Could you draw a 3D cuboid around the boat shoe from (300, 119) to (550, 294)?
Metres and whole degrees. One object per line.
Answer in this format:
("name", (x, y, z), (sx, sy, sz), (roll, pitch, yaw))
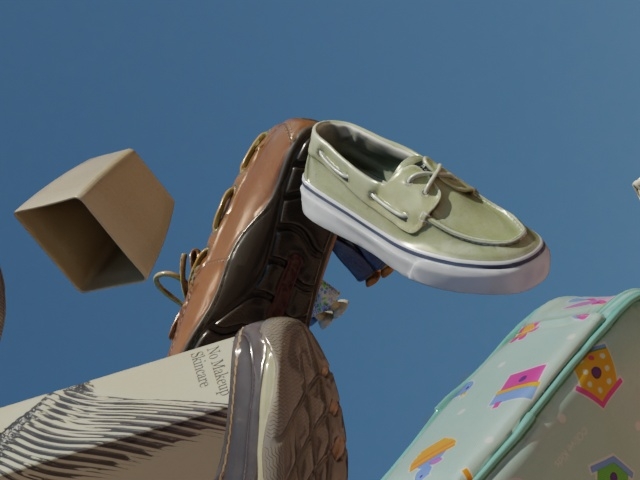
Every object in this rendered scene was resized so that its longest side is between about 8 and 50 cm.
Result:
("boat shoe", (0.089, -0.033, 1.823), (0.109, 0.302, 0.094), (-30, -51, -38))

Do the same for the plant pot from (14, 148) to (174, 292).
("plant pot", (-0.205, -0.026, 1.823), (0.109, 0.109, 0.096), (53, -129, -23))

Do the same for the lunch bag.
("lunch bag", (0.157, 0.175, 1.110), (0.279, 0.108, 0.224), (-44, -74, -30))

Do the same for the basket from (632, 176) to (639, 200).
("basket", (0.442, -0.031, 2.133), (0.103, 0.113, 0.167), (-30, -86, -31))

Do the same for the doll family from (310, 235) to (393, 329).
("doll family", (0.000, 0.000, 2.276), (0.163, 0.263, 0.118), (46, -158, -11))

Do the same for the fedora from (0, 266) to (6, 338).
("fedora", (-0.396, 0.052, 1.855), (0.124, 0.275, 0.244), (1, -62, -41))

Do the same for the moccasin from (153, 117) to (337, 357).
("moccasin", (-0.087, 0.047, 2.005), (0.139, 0.147, 0.380), (20, -95, -29))

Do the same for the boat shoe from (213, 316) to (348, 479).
("boat shoe", (-0.062, 0.233, 1.421), (0.132, 0.130, 0.355), (17, -106, -66))

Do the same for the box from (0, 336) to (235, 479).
("box", (-0.172, 0.181, 1.677), (0.113, 0.275, 0.094), (-117, 11, -59))
